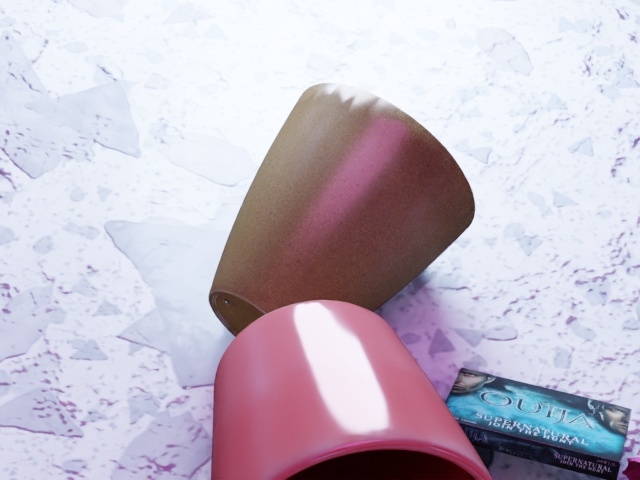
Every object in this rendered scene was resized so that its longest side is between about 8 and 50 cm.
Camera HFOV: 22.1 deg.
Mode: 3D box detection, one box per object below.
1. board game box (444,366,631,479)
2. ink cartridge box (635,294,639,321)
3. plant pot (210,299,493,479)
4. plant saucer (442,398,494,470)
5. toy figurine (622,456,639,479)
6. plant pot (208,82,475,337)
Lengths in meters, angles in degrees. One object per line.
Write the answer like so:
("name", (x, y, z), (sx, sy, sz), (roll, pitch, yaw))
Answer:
("board game box", (0.221, 0.186, 1.680), (0.186, 0.026, 0.126), (13, 23, 11))
("ink cartridge box", (0.483, 0.127, 1.699), (0.119, 0.207, 0.353), (-16, 52, -19))
("plant pot", (0.011, 0.205, 1.546), (0.275, 0.275, 0.243), (-4, 39, -12))
("plant saucer", (0.120, 0.216, 1.695), (0.119, 0.021, 0.119), (4, 47, -5))
("toy figurine", (0.307, 0.286, 1.620), (0.173, 0.130, 0.159), (-9, 30, 17))
("plant pot", (0.000, 0.000, 1.760), (0.237, 0.237, 0.254), (30, 64, 19))
